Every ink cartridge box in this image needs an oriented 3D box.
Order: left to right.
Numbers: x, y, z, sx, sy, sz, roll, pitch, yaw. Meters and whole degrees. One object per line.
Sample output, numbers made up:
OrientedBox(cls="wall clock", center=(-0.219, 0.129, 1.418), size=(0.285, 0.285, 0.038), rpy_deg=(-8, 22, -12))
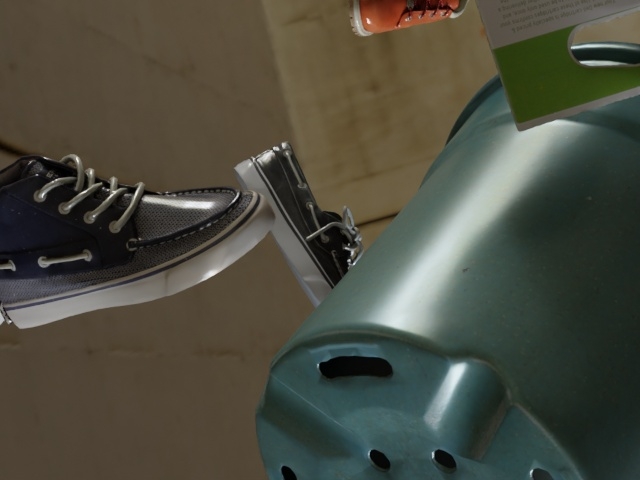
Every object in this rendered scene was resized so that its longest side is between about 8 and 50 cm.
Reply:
OrientedBox(cls="ink cartridge box", center=(0.152, -0.207, 0.797), size=(0.097, 0.189, 0.255), rpy_deg=(152, 101, -78))

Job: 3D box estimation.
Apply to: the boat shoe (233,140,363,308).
OrientedBox(cls="boat shoe", center=(0.000, 0.001, 1.624), size=(0.306, 0.105, 0.113), rpy_deg=(58, 176, 26))

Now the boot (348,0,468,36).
OrientedBox(cls="boot", center=(0.084, -0.229, 1.164), size=(0.158, 0.084, 0.059), rpy_deg=(-29, -63, -57))

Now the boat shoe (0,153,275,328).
OrientedBox(cls="boat shoe", center=(-0.225, -0.023, 1.252), size=(0.158, 0.340, 0.127), rpy_deg=(61, -156, -25))

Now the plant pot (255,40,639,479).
OrientedBox(cls="plant pot", center=(0.151, 0.081, 0.849), size=(0.334, 0.341, 0.341), rpy_deg=(-40, -62, -44))

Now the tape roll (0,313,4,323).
OrientedBox(cls="tape roll", center=(-0.568, 0.039, 1.681), size=(0.286, 0.286, 0.100), rpy_deg=(55, -147, -60))
